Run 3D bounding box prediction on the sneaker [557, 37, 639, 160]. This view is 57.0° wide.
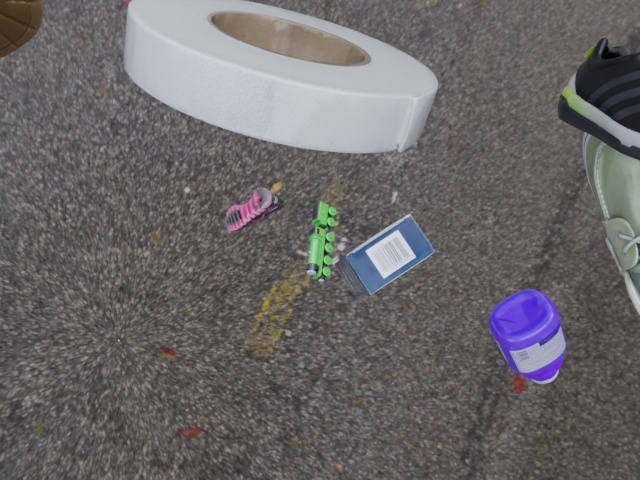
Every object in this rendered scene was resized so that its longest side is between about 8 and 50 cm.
[{"bbox_3d":[0.282,-0.122,0.496,0.084,0.234,0.097,9,114,-19],"label":"sneaker"}]

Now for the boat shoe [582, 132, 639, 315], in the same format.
[{"bbox_3d":[0.367,0.001,0.633,0.094,0.109,0.302,-36,100,-41],"label":"boat shoe"}]

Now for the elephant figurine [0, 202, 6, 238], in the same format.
[{"bbox_3d":[-0.703,-0.071,1.059,0.186,0.239,0.169,-4,61,15],"label":"elephant figurine"}]

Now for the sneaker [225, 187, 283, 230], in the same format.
[{"bbox_3d":[-0.112,-0.046,1.007,0.057,0.119,0.047,13,58,-49],"label":"sneaker"}]

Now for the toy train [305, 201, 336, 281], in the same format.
[{"bbox_3d":[0.000,0.000,0.574,0.024,0.017,0.083,22,59,-27],"label":"toy train"}]

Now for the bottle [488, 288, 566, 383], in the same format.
[{"bbox_3d":[0.400,0.195,1.111,0.118,0.283,0.092,-32,50,7],"label":"bottle"}]

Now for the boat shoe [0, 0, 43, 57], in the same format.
[{"bbox_3d":[-0.485,-0.215,0.647,0.341,0.121,0.110,-36,56,-28],"label":"boat shoe"}]

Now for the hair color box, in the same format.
[{"bbox_3d":[0.140,0.044,1.420,0.174,0.347,0.105,-32,87,-6],"label":"hair color box"}]

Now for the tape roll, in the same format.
[{"bbox_3d":[-0.044,-0.223,0.745,0.392,0.392,0.072,6,120,-18],"label":"tape roll"}]
